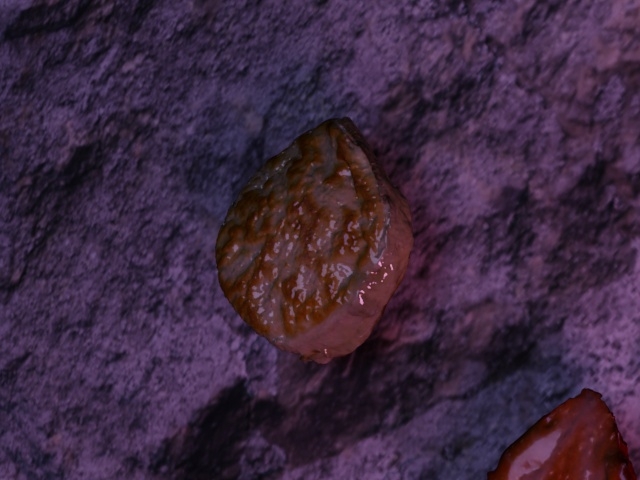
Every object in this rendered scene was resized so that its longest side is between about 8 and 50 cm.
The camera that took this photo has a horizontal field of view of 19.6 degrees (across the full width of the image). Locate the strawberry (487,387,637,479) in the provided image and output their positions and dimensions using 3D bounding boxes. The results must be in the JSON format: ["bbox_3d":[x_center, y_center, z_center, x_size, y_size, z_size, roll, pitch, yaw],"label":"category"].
[{"bbox_3d":[0.169,0.196,1.290,0.146,0.082,0.187,9,77,39],"label":"strawberry"}]

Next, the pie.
[{"bbox_3d":[0.000,0.000,1.511,0.179,0.084,0.205,-49,47,19],"label":"pie"}]
